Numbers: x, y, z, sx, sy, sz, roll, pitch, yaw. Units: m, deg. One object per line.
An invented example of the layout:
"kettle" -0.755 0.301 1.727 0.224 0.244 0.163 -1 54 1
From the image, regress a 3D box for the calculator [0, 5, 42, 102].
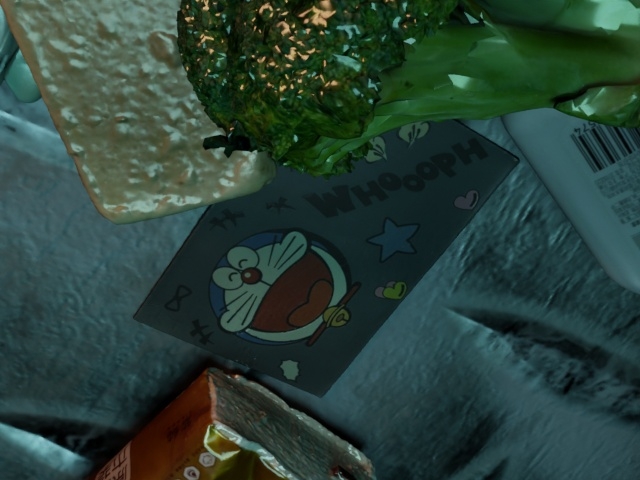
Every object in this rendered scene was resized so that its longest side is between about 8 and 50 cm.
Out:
"calculator" -0.223 -0.123 0.531 0.153 0.021 0.095 24 117 -21

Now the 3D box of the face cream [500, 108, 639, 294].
"face cream" 0.243 -0.032 0.635 0.144 0.071 0.291 -37 121 13

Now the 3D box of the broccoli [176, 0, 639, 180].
"broccoli" 0.074 -0.132 0.432 0.269 0.254 0.269 1 98 8

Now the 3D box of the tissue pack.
"tissue pack" -0.088 0.222 0.738 0.183 0.092 0.226 36 114 -28

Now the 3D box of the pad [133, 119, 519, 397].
"pad" 0.000 0.000 0.658 0.170 0.006 0.245 27 115 -23

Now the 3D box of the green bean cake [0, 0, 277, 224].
"green bean cake" -0.098 -0.105 0.525 0.109 0.085 0.179 -16 123 3
